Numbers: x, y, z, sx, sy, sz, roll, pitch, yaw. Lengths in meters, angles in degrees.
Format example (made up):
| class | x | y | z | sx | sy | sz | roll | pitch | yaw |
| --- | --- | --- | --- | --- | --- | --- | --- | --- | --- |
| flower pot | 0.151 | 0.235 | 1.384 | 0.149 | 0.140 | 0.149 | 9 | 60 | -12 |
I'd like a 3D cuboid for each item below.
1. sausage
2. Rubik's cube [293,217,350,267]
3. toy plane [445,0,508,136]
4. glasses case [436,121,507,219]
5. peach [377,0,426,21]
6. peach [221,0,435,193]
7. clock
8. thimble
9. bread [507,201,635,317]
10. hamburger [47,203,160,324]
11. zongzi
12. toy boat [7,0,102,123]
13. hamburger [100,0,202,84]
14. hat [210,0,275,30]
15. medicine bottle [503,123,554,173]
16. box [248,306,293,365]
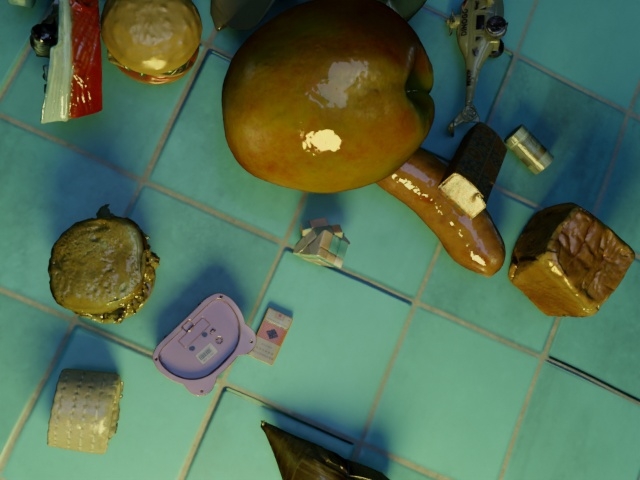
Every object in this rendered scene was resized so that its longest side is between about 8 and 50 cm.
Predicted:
| class | x | y | z | sx | sy | sz | roll | pitch | yaw |
| --- | --- | --- | --- | --- | --- | --- | --- | --- | --- |
| sausage | 0.208 | -0.051 | 1.145 | 0.109 | 0.109 | 0.270 | -43 | 92 | -13 |
| Rubik's cube | 0.000 | 0.000 | 1.107 | 0.084 | 0.075 | 0.073 | 13 | 78 | 30 |
| toy plane | 0.270 | -0.326 | 1.199 | 0.108 | 0.092 | 0.286 | 5 | 81 | 11 |
| glasses case | 0.256 | -0.122 | 1.121 | 0.075 | 0.049 | 0.218 | 41 | 38 | -3 |
| peach | 0.084 | -0.466 | 1.127 | 0.214 | 0.214 | 0.236 | -8 | 63 | -12 |
| peach | 0.002 | -0.209 | 1.028 | 0.332 | 0.308 | 0.308 | -13 | 85 | 21 |
| clock | -0.178 | 0.163 | 1.066 | 0.152 | 0.050 | 0.110 | -44 | 93 | -12 |
| thimble | -0.343 | 0.248 | 0.999 | 0.090 | 0.102 | 0.115 | 9 | 111 | -10 |
| bread | 0.413 | 0.033 | 1.146 | 0.143 | 0.158 | 0.149 | 39 | 74 | -3 |
| hamburger | -0.323 | 0.035 | 1.018 | 0.159 | 0.131 | 0.185 | -2 | 77 | -3 |
| zongzi | -0.027 | 0.423 | 1.040 | 0.242 | 0.112 | 0.221 | 25 | 80 | 1 |
| toy boat | -0.405 | -0.332 | 1.028 | 0.133 | 0.145 | 0.332 | -4 | 79 | -22 |
| hamburger | -0.265 | -0.326 | 1.073 | 0.162 | 0.115 | 0.162 | 2 | 81 | -12 |
| hat | -0.100 | -0.421 | 1.093 | 0.166 | 0.173 | 0.144 | -35 | 98 | -14 |
| medicine bottle | 0.371 | -0.162 | 1.215 | 0.083 | 0.047 | 0.047 | 45 | 77 | -3 |
| box | -0.081 | 0.155 | 1.105 | 0.046 | 0.012 | 0.083 | 26 | 81 | -6 |
